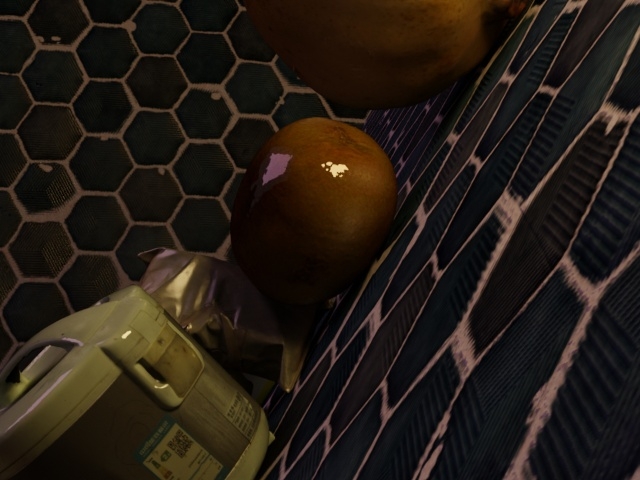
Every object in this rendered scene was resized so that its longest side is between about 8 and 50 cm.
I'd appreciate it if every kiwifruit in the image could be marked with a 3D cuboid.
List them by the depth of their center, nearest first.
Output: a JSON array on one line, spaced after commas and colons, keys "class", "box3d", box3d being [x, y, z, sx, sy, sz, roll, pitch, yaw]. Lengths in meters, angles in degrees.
[{"class": "kiwifruit", "box3d": [-0.013, -0.030, 1.558, 0.234, 0.196, 0.196, -61, 2, 26]}]

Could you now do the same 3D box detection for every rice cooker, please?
[{"class": "rice cooker", "box3d": [-0.225, 0.210, 1.426, 0.288, 0.277, 0.288, -40, 13, 11]}]

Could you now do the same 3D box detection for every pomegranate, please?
[{"class": "pomegranate", "box3d": [0.091, -0.361, 1.645, 0.417, 0.416, 0.416, -58, 3, 6]}]

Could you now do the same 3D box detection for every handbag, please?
[{"class": "handbag", "box3d": [-0.127, 0.101, 1.638, 0.182, 0.270, 0.117, -72, -5, -50]}]

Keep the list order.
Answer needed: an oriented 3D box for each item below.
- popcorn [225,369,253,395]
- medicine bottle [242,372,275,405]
[{"class": "popcorn", "box3d": [-0.194, 0.255, 1.705, 0.217, 0.181, 0.235, -58, 8, -21]}, {"class": "medicine bottle", "box3d": [-0.119, 0.153, 1.914, 0.137, 0.141, 0.250, -61, 3, 12]}]
